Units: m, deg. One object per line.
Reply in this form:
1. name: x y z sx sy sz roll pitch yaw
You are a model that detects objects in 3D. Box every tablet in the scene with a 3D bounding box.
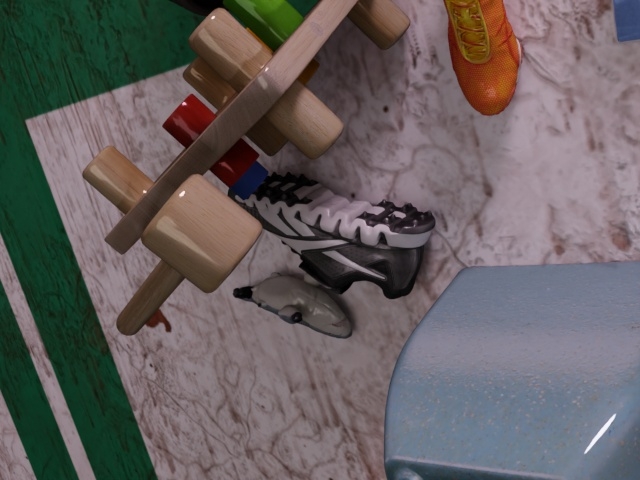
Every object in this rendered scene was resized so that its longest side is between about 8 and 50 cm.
1. tablet: 0.255 -0.176 0.604 0.083 0.006 0.054 0 110 38

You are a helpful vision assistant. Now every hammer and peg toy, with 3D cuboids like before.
1. hammer and peg toy: -0.085 -0.088 0.676 0.127 0.361 0.266 42 134 -12

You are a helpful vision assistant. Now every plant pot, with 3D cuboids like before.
1. plant pot: 0.183 0.176 0.655 0.247 0.252 0.248 -4 107 39

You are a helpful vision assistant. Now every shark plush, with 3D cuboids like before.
1. shark plush: -0.042 0.077 0.916 0.161 0.073 0.067 -4 138 34

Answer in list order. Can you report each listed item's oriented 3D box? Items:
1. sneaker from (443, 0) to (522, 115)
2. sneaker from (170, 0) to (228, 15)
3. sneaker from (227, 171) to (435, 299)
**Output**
1. sneaker: 0.119 -0.184 0.664 0.064 0.067 0.175 0 111 36
2. sneaker: -0.102 -0.334 0.721 0.147 0.104 0.296 43 138 35
3. sneaker: 0.000 0.000 0.830 0.234 0.078 0.106 16 117 29
